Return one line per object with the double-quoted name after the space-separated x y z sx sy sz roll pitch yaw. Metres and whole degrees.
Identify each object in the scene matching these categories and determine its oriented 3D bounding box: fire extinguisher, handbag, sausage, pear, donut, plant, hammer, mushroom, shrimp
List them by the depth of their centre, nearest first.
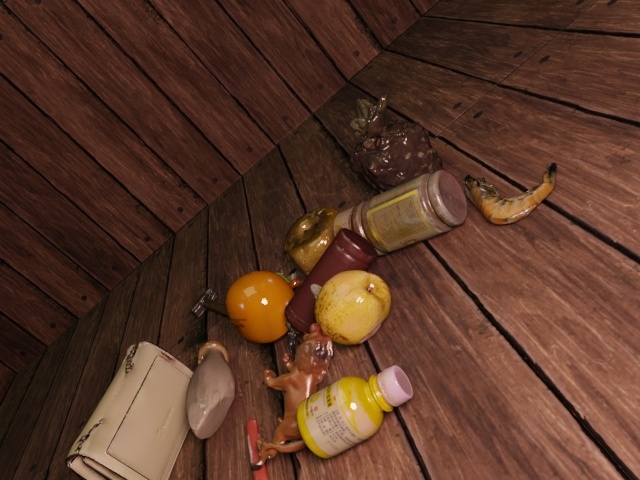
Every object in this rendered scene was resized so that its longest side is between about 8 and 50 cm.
-0.140 0.468 1.299 0.034 0.034 0.253 -41 24 4 "sausage"
0.078 0.148 1.329 0.178 0.178 0.178 -35 24 19 "pear"
0.444 -0.131 1.379 0.198 0.051 0.262 -33 27 5 "shrimp"
0.007 0.139 1.470 0.337 0.114 0.135 -55 37 17 "fire extinguisher"
-0.291 0.387 1.572 0.128 0.128 0.350 -40 20 8 "mushroom"
-0.485 0.479 1.576 0.160 0.236 0.358 -25 29 32 "handbag"
0.186 -0.265 1.682 0.213 0.312 0.215 -50 27 -7 "plant"
0.000 0.000 1.755 0.208 0.128 0.261 -45 25 -6 "donut"
-0.344 0.234 2.018 0.111 0.043 0.365 -51 26 -18 "hammer"

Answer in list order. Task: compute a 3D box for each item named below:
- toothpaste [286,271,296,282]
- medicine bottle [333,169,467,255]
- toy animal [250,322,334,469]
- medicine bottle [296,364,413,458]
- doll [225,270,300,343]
-0.168 0.183 1.818 0.248 0.047 0.078 -35 26 13 "toothpaste"
0.199 -0.057 1.500 0.322 0.151 0.151 -23 31 39 "medicine bottle"
-0.046 0.329 1.253 0.158 0.097 0.312 -14 60 41 "toy animal"
0.069 0.313 1.115 0.212 0.122 0.122 -35 25 19 "medicine bottle"
-0.141 0.162 1.632 0.236 0.213 0.213 -41 19 -32 "doll"
